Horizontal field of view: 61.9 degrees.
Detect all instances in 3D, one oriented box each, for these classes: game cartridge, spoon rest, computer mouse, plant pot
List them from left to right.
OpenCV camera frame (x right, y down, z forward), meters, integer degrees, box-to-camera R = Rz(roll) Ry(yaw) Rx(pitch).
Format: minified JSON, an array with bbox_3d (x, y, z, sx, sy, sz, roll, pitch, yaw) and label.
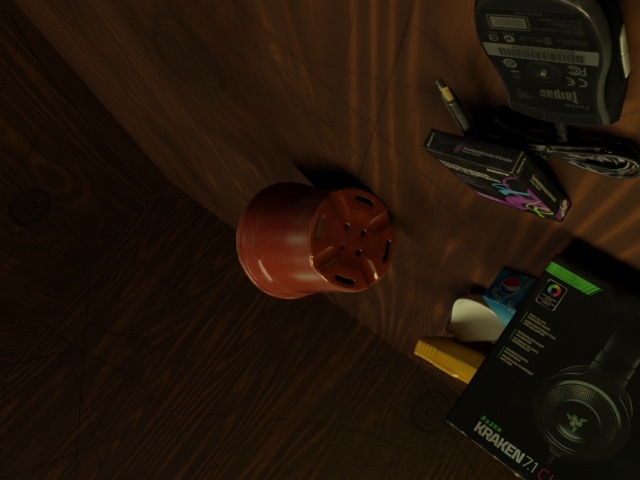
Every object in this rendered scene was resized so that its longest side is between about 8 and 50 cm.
[{"bbox_3d":[0.000,0.000,1.119,0.272,0.272,0.265,43,160,-23],"label":"plant pot"},{"bbox_3d":[0.334,0.176,1.161,0.137,0.084,0.276,37,169,5],"label":"spoon rest"},{"bbox_3d":[0.399,0.289,1.149,0.285,0.052,0.324,11,-174,-40],"label":"game cartridge"},{"bbox_3d":[0.175,-0.148,0.460,0.184,0.060,0.262,22,172,42],"label":"computer mouse"}]

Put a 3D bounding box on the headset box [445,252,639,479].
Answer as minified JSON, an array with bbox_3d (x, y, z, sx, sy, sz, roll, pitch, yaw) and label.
[{"bbox_3d":[0.350,0.186,0.689,0.246,0.283,0.131,35,-176,24],"label":"headset box"}]

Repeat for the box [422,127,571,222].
[{"bbox_3d":[0.204,-0.073,0.611,0.116,0.029,0.162,28,-179,44],"label":"box"}]

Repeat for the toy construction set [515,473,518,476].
[{"bbox_3d":[0.486,0.358,0.853,0.309,0.257,0.237,23,166,-39],"label":"toy construction set"}]

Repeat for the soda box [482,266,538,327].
[{"bbox_3d":[0.369,0.139,0.940,0.071,0.067,0.210,24,162,52],"label":"soda box"}]
